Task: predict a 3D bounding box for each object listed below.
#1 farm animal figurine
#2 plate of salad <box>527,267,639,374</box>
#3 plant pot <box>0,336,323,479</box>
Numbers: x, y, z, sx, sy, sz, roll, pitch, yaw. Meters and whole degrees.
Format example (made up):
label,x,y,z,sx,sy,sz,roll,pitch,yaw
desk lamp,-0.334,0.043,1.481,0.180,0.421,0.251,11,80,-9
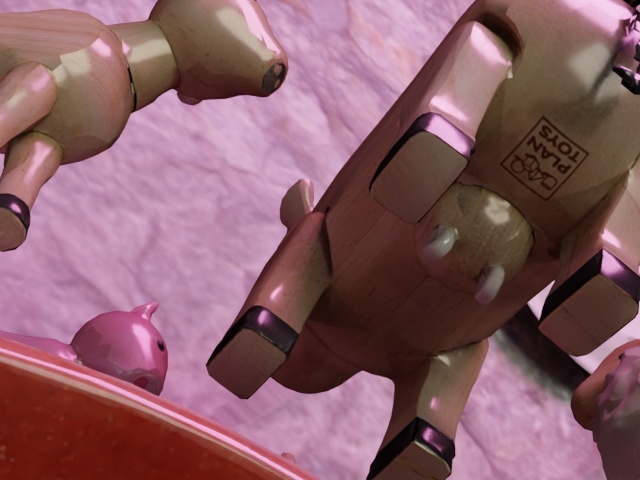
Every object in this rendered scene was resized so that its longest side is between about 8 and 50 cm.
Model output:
label,x,y,z,sx,sy,sz,roll,pitch,yaw
farm animal figurine,0.000,0.000,0.637,0.330,0.327,0.172,51,34,-18
plate of salad,0.152,0.002,1.019,0.200,0.048,0.200,28,48,-35
plant pot,-0.089,0.190,0.298,0.272,0.265,0.272,25,16,-8
